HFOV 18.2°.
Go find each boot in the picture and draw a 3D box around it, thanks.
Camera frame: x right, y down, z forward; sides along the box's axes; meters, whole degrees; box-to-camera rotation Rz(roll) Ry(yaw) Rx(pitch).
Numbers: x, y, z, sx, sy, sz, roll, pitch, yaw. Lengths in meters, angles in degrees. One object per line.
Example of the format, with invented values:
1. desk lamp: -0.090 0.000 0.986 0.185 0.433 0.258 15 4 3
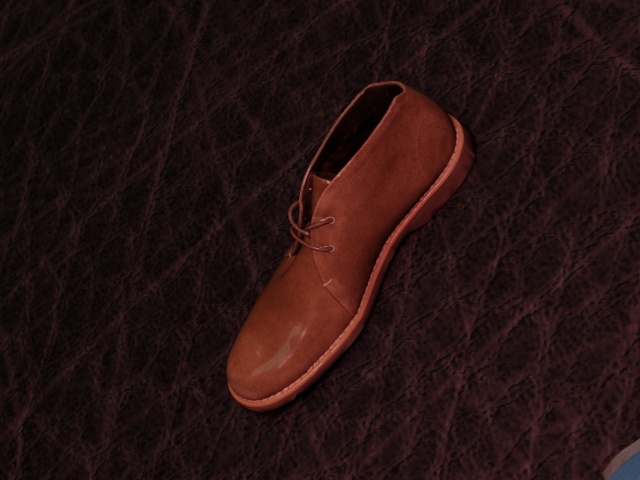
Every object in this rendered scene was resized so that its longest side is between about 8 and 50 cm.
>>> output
1. boot: 0.000 0.000 1.673 0.112 0.115 0.305 32 87 43

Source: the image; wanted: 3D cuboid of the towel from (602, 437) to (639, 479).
1. towel: 0.362 0.220 1.298 0.271 0.040 0.370 -39 48 14
